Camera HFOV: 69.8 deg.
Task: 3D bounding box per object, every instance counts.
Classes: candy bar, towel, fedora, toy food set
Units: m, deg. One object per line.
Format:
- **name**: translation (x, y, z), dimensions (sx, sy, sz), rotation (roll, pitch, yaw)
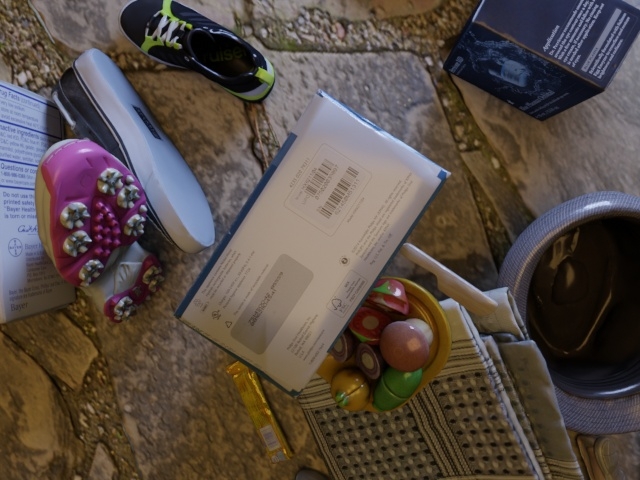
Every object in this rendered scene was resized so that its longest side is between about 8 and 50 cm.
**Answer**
- **candy bar**: translation (-0.083, 0.242, 0.646), dimensions (0.040, 0.018, 0.162), rotation (-25, 91, 7)
- **towel**: translation (0.127, 0.235, 0.556), dimensions (0.324, 0.056, 0.312), rotation (-22, 91, 29)
- **fedora**: translation (0.323, 0.078, 0.564), dimensions (0.243, 0.124, 0.276), rotation (-14, 97, 5)
- **toy food set**: translation (0.065, 0.111, 0.491), dimensions (0.128, 0.071, 0.218), rotation (43, 117, 17)

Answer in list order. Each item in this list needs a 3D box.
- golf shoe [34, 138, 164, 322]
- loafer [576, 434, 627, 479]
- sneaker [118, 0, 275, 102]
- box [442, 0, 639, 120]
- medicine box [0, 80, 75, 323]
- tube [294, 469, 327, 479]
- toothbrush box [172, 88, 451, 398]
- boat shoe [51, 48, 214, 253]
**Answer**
- **golf shoe**: translation (-0.273, -0.010, 0.525), dimensions (0.140, 0.306, 0.115), rotation (35, 57, 10)
- **loafer**: translation (0.383, 0.320, 0.619), dimensions (0.045, 0.039, 0.125), rotation (-20, 95, -29)
- **sneaker**: translation (-0.160, -0.261, 0.591), dimensions (0.234, 0.097, 0.084), rotation (25, 93, 2)
- **box**: translation (0.248, -0.230, 0.542), dimensions (0.158, 0.156, 0.093), rotation (29, 94, 2)
- **medicine box**: translation (-0.489, -0.042, 0.592), dimensions (0.263, 0.149, 0.289), rotation (-2, 92, 3)
- **tube**: translation (-0.047, 0.424, 0.638), dimensions (0.080, 0.052, 0.207), rotation (24, 98, 7)
- **toothbrush box**: translation (0.000, 0.000, 0.494), dimensions (0.126, 0.295, 0.216), rotation (34, 94, 3)
- **boat shoe**: translation (-0.252, -0.099, 0.597), dimensions (0.105, 0.113, 0.306), rotation (-35, 87, 10)
